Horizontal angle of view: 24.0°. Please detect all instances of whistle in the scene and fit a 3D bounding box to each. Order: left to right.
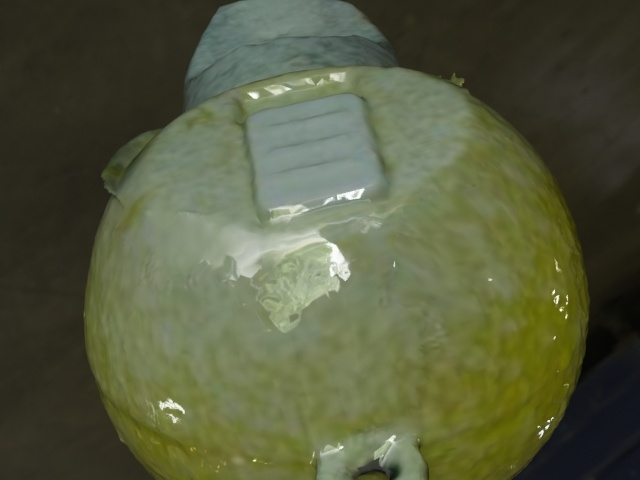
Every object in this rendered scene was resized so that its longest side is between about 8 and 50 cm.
[{"bbox_3d":[0.000,0.000,0.394,0.122,0.223,0.123,-4,123,-6],"label":"whistle"}]
